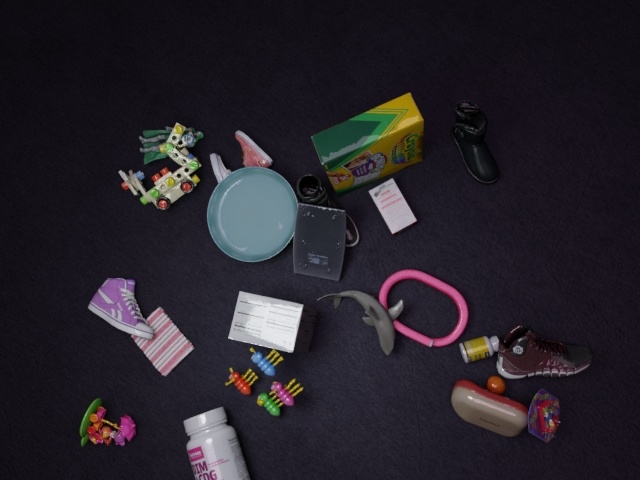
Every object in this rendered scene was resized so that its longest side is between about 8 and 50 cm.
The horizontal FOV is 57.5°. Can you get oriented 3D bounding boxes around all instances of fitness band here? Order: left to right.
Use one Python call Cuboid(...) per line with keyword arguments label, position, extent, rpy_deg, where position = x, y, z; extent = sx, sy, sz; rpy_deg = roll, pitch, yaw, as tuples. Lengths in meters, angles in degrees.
Cuboid(label="fitness band", position=(0.325, 0.215, 1.862), extent=(0.290, 0.054, 0.209), rpy_deg=(27, 84, 12))

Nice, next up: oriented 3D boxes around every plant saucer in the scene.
Cuboid(label="plant saucer", position=(-0.222, -0.086, 1.949), extent=(0.317, 0.043, 0.318), rpy_deg=(-1, 85, 12))

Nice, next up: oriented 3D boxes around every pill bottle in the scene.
Cuboid(label="pill bottle", position=(-0.324, 0.679, 1.824), extent=(0.160, 0.160, 0.283), rpy_deg=(-22, 76, 4))
Cuboid(label="pill bottle", position=(0.494, 0.333, 1.806), extent=(0.116, 0.065, 0.065), rpy_deg=(-18, 77, 6))

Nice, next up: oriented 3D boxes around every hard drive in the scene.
Cuboid(label="hard drive", position=(0.000, 0.000, 1.894), extent=(0.171, 0.054, 0.255), rpy_deg=(10, 117, 11))

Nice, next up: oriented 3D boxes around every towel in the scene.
Cuboid(label="towel", position=(-0.540, 0.344, 1.992), extent=(0.144, 0.029, 0.197), rpy_deg=(-44, 73, -1))

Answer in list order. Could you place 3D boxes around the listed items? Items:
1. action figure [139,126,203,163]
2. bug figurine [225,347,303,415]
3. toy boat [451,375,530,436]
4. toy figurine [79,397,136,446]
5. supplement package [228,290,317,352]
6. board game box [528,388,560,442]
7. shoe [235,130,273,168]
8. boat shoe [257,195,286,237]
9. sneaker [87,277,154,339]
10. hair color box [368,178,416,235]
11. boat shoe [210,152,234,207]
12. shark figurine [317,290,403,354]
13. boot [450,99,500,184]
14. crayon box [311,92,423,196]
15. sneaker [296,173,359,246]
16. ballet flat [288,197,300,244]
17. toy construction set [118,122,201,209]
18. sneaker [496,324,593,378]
Cuboid(label="action figure", position=(-0.534, -0.363, 2.109), extent=(0.232, 0.063, 0.137), rpy_deg=(-10, 75, 4))
Cuboid(label="bug figurine", position=(-0.176, 0.445, 1.804), extent=(0.216, 0.279, 0.072), rpy_deg=(43, 48, 0))
Cuboid(label="toy boat", position=(0.514, 0.476, 1.755), extent=(0.231, 0.151, 0.151), rpy_deg=(19, 53, 12))
Cuboid(label="toy figurine", position=(-0.692, 0.629, 1.929), extent=(0.159, 0.130, 0.173), rpy_deg=(18, 105, 3))
Cuboid(label="supplement package", position=(-0.139, 0.260, 1.820), extent=(0.203, 0.262, 0.145), rpy_deg=(10, 80, 11))
Cuboid(label="board game box", position=(0.667, 0.514, 1.701), extent=(0.033, 0.168, 0.133), rpy_deg=(1, 63, 52))
Cuboid(label="shoe", position=(-0.254, -0.304, 2.047), extent=(0.178, 0.063, 0.081), rpy_deg=(43, 83, 10))
Cuboid(label="boat shoe", position=(-0.153, -0.090, 1.991), extent=(0.066, 0.063, 0.184), rpy_deg=(19, 89, 12))
Cuboid(label="sneaker", position=(-0.654, 0.219, 1.984), extent=(0.282, 0.102, 0.161), rpy_deg=(26, 80, 21))
Cuboid(label="hair color box", position=(0.240, -0.110, 1.937), extent=(0.093, 0.053, 0.167), rpy_deg=(-28, 78, 4))
Cuboid(label="boat shoe", position=(-0.319, -0.204, 2.041), extent=(0.075, 0.083, 0.226), rpy_deg=(-19, 89, -6))
Cuboid(label="shark figurine", position=(0.138, 0.213, 1.823), extent=(0.278, 0.116, 0.166), rpy_deg=(37, 107, 21))
Cuboid(label="boot", position=(0.495, -0.308, 1.854), extent=(0.094, 0.207, 0.247), rpy_deg=(-28, 77, 3))
Cuboid(label="crayon box", position=(0.159, -0.283, 1.824), extent=(0.313, 0.363, 0.106), rpy_deg=(-22, 77, 5))
Cuboid(label="sneaker", position=(0.014, -0.101, 1.924), extent=(0.104, 0.147, 0.296), rpy_deg=(-40, 77, -2))
Cuboid(label="ballet flat", position=(-0.094, -0.070, 1.985), extent=(0.057, 0.049, 0.173), rpy_deg=(0, 79, 8))
Cuboid(label="toy construction set", position=(-0.548, -0.238, 2.033), extent=(0.327, 0.151, 0.215), rpy_deg=(-31, 108, 14))
Cuboid(label="sneaker", position=(0.661, 0.317, 1.726), extent=(0.281, 0.106, 0.163), rpy_deg=(-11, 117, 7))
